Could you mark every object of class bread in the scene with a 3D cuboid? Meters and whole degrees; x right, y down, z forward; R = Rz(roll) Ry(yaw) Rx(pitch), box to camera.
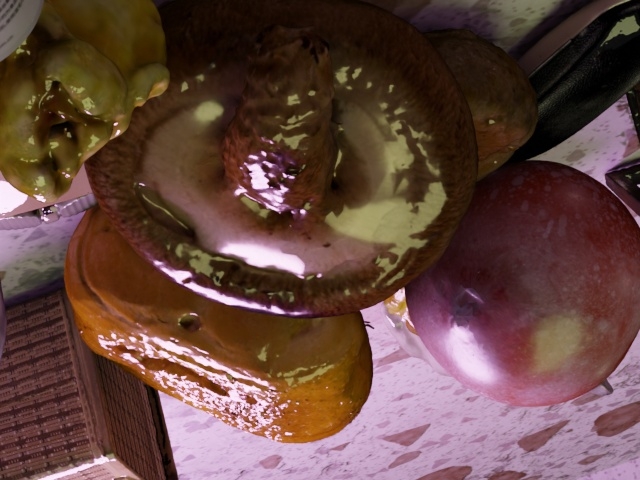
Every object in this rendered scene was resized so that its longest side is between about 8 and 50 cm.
[{"bbox_3d":[-0.106,0.103,1.897,0.148,0.328,0.337,-60,171,-16],"label":"bread"},{"bbox_3d":[0.101,-0.127,1.800,0.230,0.123,0.230,-17,160,-6],"label":"bread"}]

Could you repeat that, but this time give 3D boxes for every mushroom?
[{"bbox_3d":[-0.031,-0.079,1.614,0.239,0.345,0.345,-46,179,-42],"label":"mushroom"}]

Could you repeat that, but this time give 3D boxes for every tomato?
[{"bbox_3d":[0.212,0.048,1.935,0.227,0.270,0.270,-20,165,-50],"label":"tomato"}]

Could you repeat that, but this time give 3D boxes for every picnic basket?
[{"bbox_3d":[-0.286,0.211,2.129,0.175,0.228,0.313,-17,156,4],"label":"picnic basket"}]

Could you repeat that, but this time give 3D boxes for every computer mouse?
[{"bbox_3d":[-0.271,-0.076,1.691,0.145,0.082,0.236,-16,155,-8],"label":"computer mouse"}]

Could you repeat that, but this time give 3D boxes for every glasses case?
[{"bbox_3d":[0.260,-0.168,1.877,0.122,0.075,0.314,-5,155,-36],"label":"glasses case"}]

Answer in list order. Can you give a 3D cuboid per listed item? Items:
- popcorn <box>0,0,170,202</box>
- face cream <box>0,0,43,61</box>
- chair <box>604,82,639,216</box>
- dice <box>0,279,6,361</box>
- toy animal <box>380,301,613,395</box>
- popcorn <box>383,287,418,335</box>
[{"bbox_3d":[-0.233,-0.125,1.450,0.226,0.203,0.200,-7,155,-39],"label":"popcorn"},{"bbox_3d":[-0.310,-0.250,1.203,0.145,0.145,0.369,-20,156,3],"label":"face cream"},{"bbox_3d":[0.447,-0.128,2.007,0.203,0.416,0.240,-17,112,-4],"label":"chair"},{"bbox_3d":[-0.457,0.056,1.552,0.270,0.270,0.271,-22,168,33],"label":"dice"},{"bbox_3d":[0.248,0.133,2.421,0.266,0.188,0.308,-22,161,31],"label":"toy animal"},{"bbox_3d":[0.152,0.029,2.144,0.198,0.155,0.197,-11,143,-9],"label":"popcorn"}]
